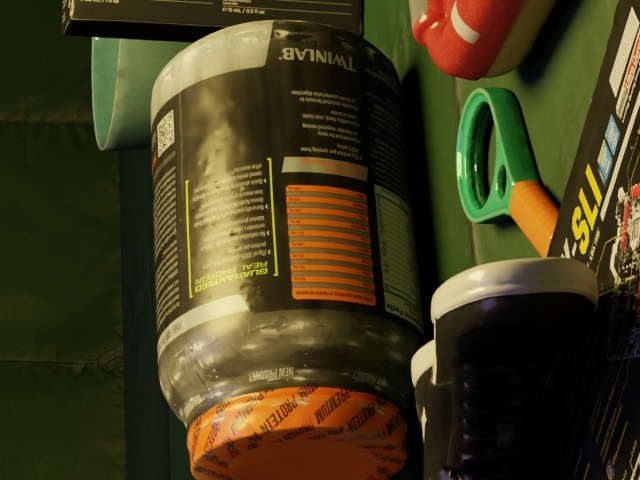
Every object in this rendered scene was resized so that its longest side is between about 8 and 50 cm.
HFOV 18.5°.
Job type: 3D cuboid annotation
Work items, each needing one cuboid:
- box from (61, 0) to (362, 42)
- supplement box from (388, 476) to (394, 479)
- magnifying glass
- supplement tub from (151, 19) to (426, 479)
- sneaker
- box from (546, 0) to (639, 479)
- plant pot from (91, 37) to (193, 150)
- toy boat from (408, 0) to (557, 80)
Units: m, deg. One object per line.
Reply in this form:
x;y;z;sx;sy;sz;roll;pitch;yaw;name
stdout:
-0.097;-0.274;1.771;0.103;0.261;0.184;170;102;-78;box
0.011;0.196;1.617;0.083;0.083;0.056;-169;81;-78;supplement box
0.124;-0.034;1.270;0.231;0.026;0.092;-119;33;-66;magnifying glass
-0.026;0.017;1.528;0.207;0.207;0.338;115;155;-61;supplement tub
0.093;0.090;0.942;0.217;0.079;0.121;101;164;-72;sneaker
0.173;0.062;0.909;0.257;0.079;0.322;-100;17;-52;box
-0.130;-0.236;2.069;0.290;0.195;0.290;-178;90;-78;plant pot
0.075;-0.206;1.224;0.231;0.151;0.151;112;156;-59;toy boat
